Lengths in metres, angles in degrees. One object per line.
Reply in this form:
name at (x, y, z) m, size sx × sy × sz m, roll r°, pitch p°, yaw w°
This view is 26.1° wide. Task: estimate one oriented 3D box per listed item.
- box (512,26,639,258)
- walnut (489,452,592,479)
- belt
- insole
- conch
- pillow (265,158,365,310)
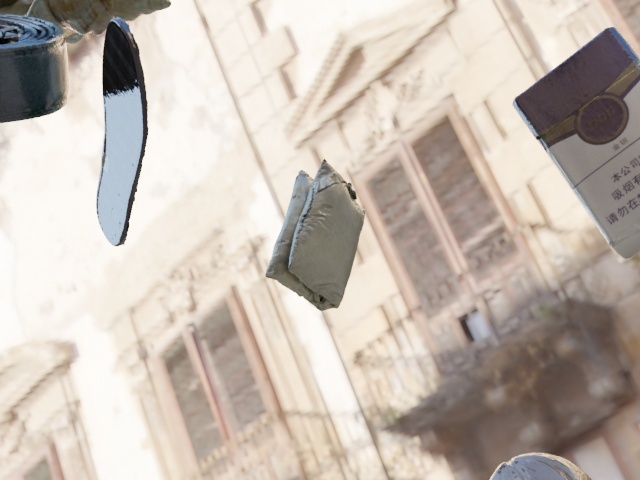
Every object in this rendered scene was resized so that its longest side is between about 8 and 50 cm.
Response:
box at (0.373, -0.126, 1.727) m, size 0.168 × 0.259 × 0.071 m, roll -38°, pitch -32°, yaw 13°
walnut at (0.249, 0.312, 1.505) m, size 0.140 × 0.162 × 0.140 m, roll -24°, pitch 3°, yaw 1°
belt at (-0.394, -0.206, 1.581) m, size 0.206 × 0.267 × 0.116 m, roll -3°, pitch -71°, yaw -13°
insole at (-0.223, -0.111, 1.513) m, size 0.012 × 0.110 × 0.309 m, roll -19°, pitch -33°, yaw -28°
conch at (-0.364, -0.328, 1.819) m, size 0.386 × 0.203 × 0.169 m, roll 7°, pitch -20°, yaw 34°
pillow at (0.000, 0.000, 1.914) m, size 0.078 × 0.181 × 0.134 m, roll -4°, pitch -35°, yaw 39°
